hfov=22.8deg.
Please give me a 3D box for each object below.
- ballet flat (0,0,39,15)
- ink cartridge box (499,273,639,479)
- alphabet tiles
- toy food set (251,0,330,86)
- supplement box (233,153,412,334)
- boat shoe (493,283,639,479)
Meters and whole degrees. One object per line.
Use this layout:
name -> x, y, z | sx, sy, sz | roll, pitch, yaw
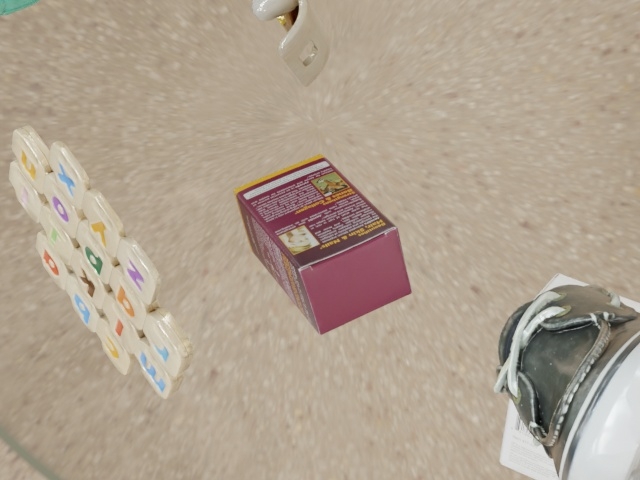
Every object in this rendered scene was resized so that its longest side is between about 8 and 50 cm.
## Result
ballet flat -> -0.284, -0.244, 1.069 | 0.247, 0.083, 0.087 | 44, 63, -6
ink cartridge box -> 0.255, 0.146, 1.491 | 0.140, 0.082, 0.190 | 22, 126, 24
alphabet tiles -> -0.218, 0.022, 1.558 | 0.021, 0.278, 0.284 | -32, 77, -24
toy food set -> -0.101, -0.312, 1.719 | 0.092, 0.220, 0.306 | -33, 82, 3
supplement box -> 0.000, 0.000, 1.557 | 0.104, 0.188, 0.080 | -23, 122, -12
boat shoe -> 0.160, 0.089, 0.973 | 0.119, 0.335, 0.121 | 30, 93, 11
